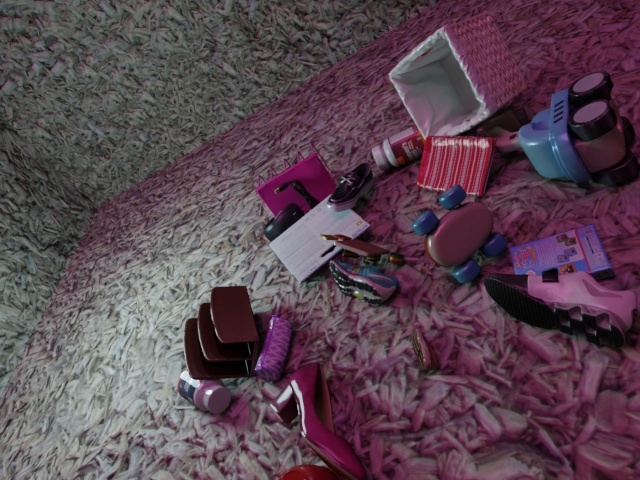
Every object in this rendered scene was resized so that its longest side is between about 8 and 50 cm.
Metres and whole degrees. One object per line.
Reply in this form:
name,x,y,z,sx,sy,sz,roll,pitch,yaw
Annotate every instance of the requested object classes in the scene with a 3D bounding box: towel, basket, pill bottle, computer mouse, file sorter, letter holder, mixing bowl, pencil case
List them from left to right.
pill bottle,-0.364,0.472,1.568,0.180,0.108,0.108,8,54,47
letter holder,-0.334,0.292,1.628,0.215,0.151,0.301,1,28,-18
pencil case,-0.143,0.334,1.552,0.087,0.088,0.206,-9,42,19
computer mouse,-0.142,-0.121,2.013,0.262,0.184,0.060,-37,13,0
file sorter,-0.101,-0.250,2.129,0.291,0.202,0.182,-29,31,11
mixing bowl,-0.044,0.590,1.141,0.182,0.098,0.181,-23,36,18
pill bottle,0.322,-0.362,1.947,0.221,0.121,0.121,-24,36,20
towel,0.451,-0.258,1.692,0.275,0.031,0.198,16,95,49
basket,0.484,-0.557,1.748,0.267,0.331,0.328,-31,3,-27

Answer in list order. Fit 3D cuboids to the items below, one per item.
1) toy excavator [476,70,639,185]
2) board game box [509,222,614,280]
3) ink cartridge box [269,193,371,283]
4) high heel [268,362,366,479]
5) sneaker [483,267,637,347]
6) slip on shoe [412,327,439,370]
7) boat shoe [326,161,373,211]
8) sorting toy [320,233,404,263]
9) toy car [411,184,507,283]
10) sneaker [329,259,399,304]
toy excavator,0.677,-0.323,1.524,0.446,0.222,0.432,-18,35,40
board game box,0.601,0.052,1.262,0.212,0.039,0.160,-19,38,25
ink cartridge box,0.000,0.000,1.849,0.324,0.071,0.330,-39,37,-4
high heel,0.024,0.437,1.251,0.181,0.127,0.377,-42,37,-19
sneaker,0.552,0.127,1.158,0.331,0.122,0.146,20,56,43
slip on shoe,0.270,0.280,1.287,0.041,0.051,0.135,6,27,-8
boat shoe,0.113,-0.209,1.889,0.108,0.102,0.301,15,38,32
sorting toy,0.123,0.036,1.609,0.275,0.132,0.046,20,105,34
toy car,0.372,-0.016,1.460,0.210,0.219,0.238,-43,5,-7
sneaker,0.131,0.122,1.578,0.110,0.106,0.275,-32,33,-28
